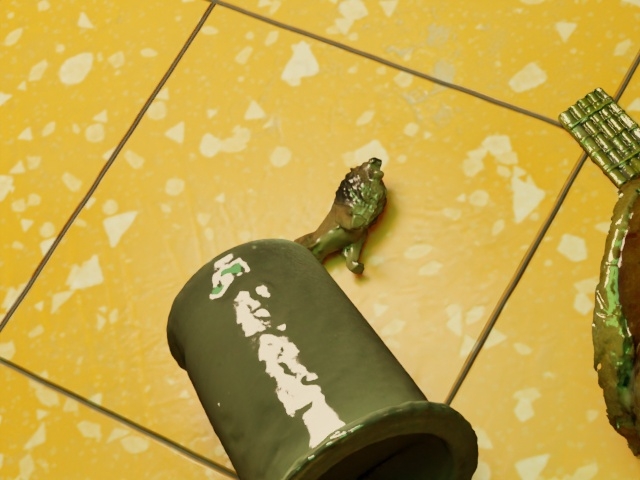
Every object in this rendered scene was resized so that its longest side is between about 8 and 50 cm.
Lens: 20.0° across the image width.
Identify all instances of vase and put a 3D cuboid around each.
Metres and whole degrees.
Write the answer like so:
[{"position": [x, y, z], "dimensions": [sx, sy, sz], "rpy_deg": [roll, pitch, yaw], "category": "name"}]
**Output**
[{"position": [-0.019, 0.149, 1.762], "dimensions": [0.245, 0.245, 0.291], "rpy_deg": [-33, 54, -3], "category": "vase"}]

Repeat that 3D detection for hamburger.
[{"position": [0.340, 0.049, 1.724], "dimensions": [0.132, 0.211, 0.309], "rpy_deg": [4, 65, 23], "category": "hamburger"}]

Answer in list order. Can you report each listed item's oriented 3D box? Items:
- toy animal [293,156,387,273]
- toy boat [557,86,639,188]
[{"position": [0.008, 0.007, 1.924], "dimensions": [0.220, 0.069, 0.086], "rpy_deg": [-46, 39, -17], "category": "toy animal"}, {"position": [0.308, -0.109, 1.928], "dimensions": [0.063, 0.016, 0.115], "rpy_deg": [-35, 59, -4], "category": "toy boat"}]
